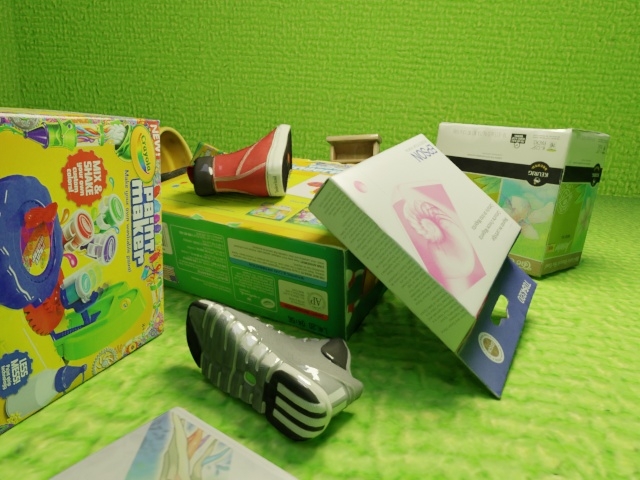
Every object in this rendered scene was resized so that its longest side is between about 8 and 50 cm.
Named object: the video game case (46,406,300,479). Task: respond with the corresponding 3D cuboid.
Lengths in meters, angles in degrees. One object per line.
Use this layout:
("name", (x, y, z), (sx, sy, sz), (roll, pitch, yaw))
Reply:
("video game case", (-0.084, 0.225, 0.214), (0.329, 0.036, 0.300), (13, 17, 32))

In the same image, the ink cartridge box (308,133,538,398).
("ink cartridge box", (0.192, -0.002, 0.646), (0.330, 0.071, 0.324), (44, 38, 9))

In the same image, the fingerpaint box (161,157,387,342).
("fingerpaint box", (-0.069, -0.029, 0.831), (0.445, 0.163, 0.371), (11, 29, 26))

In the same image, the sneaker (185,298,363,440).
("sneaker", (-0.049, 0.132, 0.517), (0.229, 0.086, 0.132), (28, 21, 35))

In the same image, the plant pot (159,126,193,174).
("plant pot", (-0.524, -0.186, 1.304), (0.239, 0.253, 0.254), (-10, 13, 10))

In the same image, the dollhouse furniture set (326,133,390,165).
("dollhouse furniture set", (0.053, -0.207, 1.270), (0.362, 0.256, 0.394), (1, -1, 20))

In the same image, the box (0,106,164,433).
("box", (-0.332, 0.006, 0.479), (0.177, 0.289, 0.279), (9, 16, 17))

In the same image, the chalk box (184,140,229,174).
("chalk box", (-0.268, -0.117, 1.117), (0.132, 0.213, 0.132), (28, 4, 41))

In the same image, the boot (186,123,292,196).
("boot", (-0.141, -0.149, 0.802), (0.176, 0.088, 0.244), (-2, 29, 5))

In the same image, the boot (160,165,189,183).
("boot", (-0.363, -0.124, 1.239), (0.084, 0.161, 0.246), (-9, 16, 18))

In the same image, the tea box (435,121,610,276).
("tea box", (0.467, -0.117, 1.103), (0.220, 0.323, 0.329), (-7, 18, -39))
